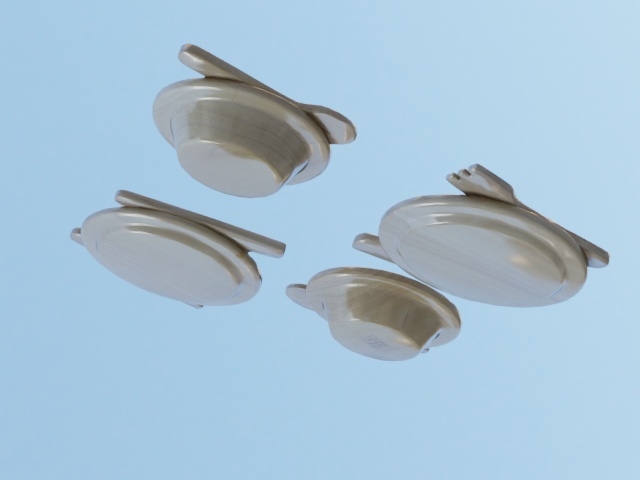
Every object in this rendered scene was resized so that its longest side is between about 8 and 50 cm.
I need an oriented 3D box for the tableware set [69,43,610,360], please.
[{"bbox_3d":[0.000,0.000,0.565,0.141,0.169,0.020,22,-116,-13],"label":"tableware set"}]
